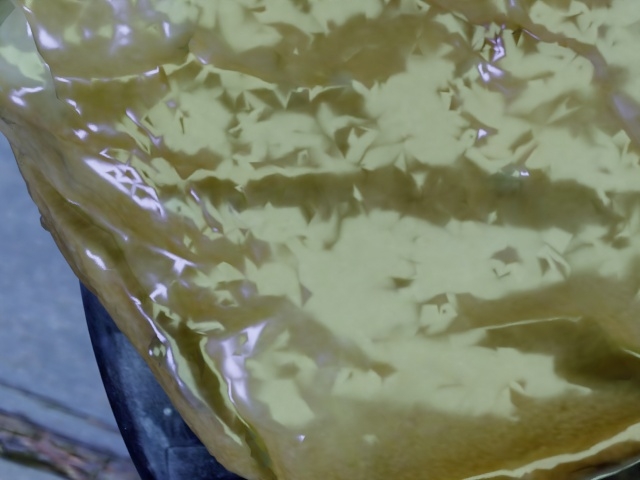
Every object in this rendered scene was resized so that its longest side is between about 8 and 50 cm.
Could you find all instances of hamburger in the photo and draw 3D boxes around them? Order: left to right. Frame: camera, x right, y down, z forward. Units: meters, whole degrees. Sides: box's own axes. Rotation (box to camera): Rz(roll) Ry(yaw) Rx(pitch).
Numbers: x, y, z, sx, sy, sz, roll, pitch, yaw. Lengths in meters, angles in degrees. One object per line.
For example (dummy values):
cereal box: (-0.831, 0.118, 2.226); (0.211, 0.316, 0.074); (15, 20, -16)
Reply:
hamburger: (0.032, -0.073, 0.520); (0.260, 0.144, 0.283); (-15, 117, 13)

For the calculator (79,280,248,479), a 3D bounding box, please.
calculator: (0.000, 0.000, 0.666); (0.177, 0.040, 0.268); (-1, 123, 1)
